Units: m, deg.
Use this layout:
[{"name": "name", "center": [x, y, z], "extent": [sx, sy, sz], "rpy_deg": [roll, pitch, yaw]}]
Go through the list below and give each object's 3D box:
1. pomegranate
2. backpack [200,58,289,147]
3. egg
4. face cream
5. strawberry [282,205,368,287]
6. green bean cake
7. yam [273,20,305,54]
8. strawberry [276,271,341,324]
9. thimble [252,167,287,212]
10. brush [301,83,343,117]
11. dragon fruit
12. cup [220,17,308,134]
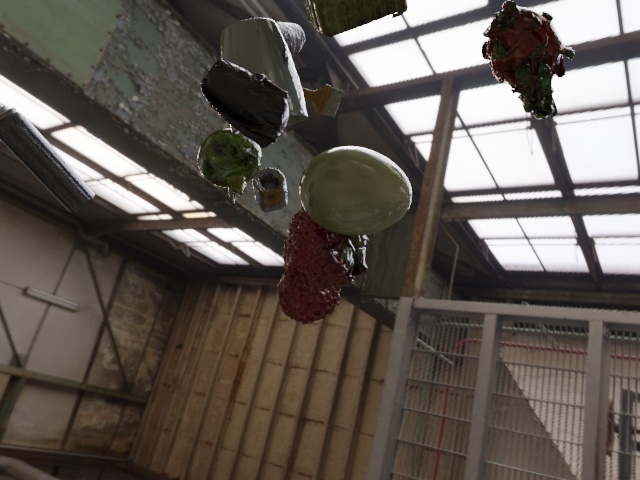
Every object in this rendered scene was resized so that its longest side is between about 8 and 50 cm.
[{"name": "pomegranate", "center": [-0.287, -0.244, 1.650], "extent": [0.211, 0.211, 0.263], "rpy_deg": [-25, -108, 23]}, {"name": "backpack", "center": [-0.130, -0.254, 0.917], "extent": [0.106, 0.165, 0.120], "rpy_deg": [-53, -173, -5]}, {"name": "egg", "center": [0.072, -0.103, 1.076], "extent": [0.253, 0.188, 0.189], "rpy_deg": [10, -108, 36]}, {"name": "face cream", "center": [-0.634, -0.189, 1.149], "extent": [0.073, 0.284, 0.073], "rpy_deg": [-23, -148, 16]}, {"name": "strawberry", "center": [0.000, 0.004, 1.333], "extent": [0.257, 0.261, 0.261], "rpy_deg": [2, -113, 27]}, {"name": "green bean cake", "center": [0.074, -0.625, 1.265], "extent": [0.236, 0.124, 0.233], "rpy_deg": [-21, -136, 0]}, {"name": "yam", "center": [-0.172, -0.709, 1.799], "extent": [0.131, 0.279, 0.131], "rpy_deg": [12, -67, 29]}, {"name": "strawberry", "center": [-0.065, 0.148, 1.678], "extent": [0.233, 0.178, 0.234], "rpy_deg": [-16, -130, 21]}, {"name": "thimble", "center": [-0.196, -0.196, 1.992], "extent": [0.127, 0.118, 0.151], "rpy_deg": [-13, -131, -9]}, {"name": "brush", "center": [-0.055, -0.503, 1.746], "extent": [0.103, 0.272, 0.013], "rpy_deg": [-69, -153, 23]}, {"name": "dragon fruit", "center": [0.502, -0.437, 1.239], "extent": [0.198, 0.200, 0.269], "rpy_deg": [-19, -111, 48]}, {"name": "cup", "center": [-0.143, -0.387, 1.239], "extent": [0.186, 0.258, 0.234], "rpy_deg": [-12, -86, 2]}]
